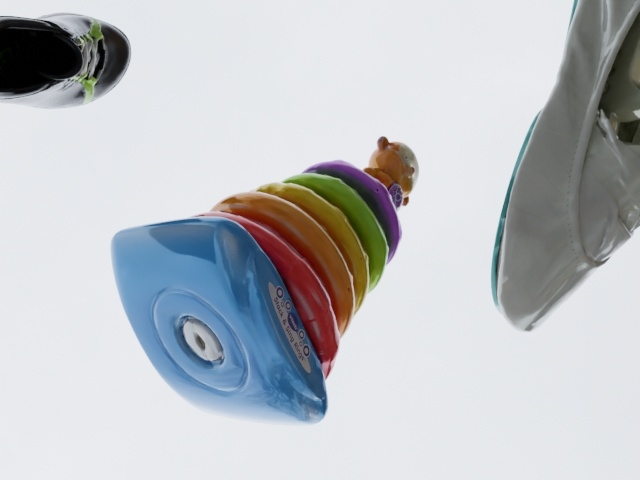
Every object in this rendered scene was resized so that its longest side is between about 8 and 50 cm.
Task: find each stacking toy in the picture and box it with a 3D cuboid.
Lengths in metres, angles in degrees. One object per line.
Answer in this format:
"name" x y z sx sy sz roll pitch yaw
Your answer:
"stacking toy" 0.000 0.000 0.813 0.302 0.166 0.175 -40 -65 -41

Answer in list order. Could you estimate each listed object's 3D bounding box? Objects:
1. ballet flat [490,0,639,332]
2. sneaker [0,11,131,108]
"ballet flat" 0.259 -0.107 0.870 0.139 0.139 0.400 22 -100 -18
"sneaker" -0.222 -0.141 0.820 0.235 0.097 0.084 -18 -62 -57
